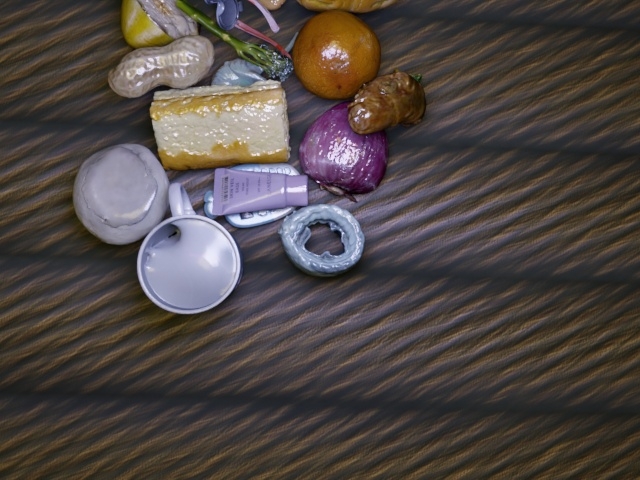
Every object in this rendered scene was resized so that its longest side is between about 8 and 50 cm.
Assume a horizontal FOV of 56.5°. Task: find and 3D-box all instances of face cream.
[{"bbox_3d":[-0.171,-0.143,1.716,0.274,0.096,0.154,-1,69,0],"label":"face cream"}]

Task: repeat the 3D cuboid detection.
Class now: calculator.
[{"bbox_3d":[-0.199,-0.137,1.776,0.303,0.042,0.188,-13,89,-4],"label":"calculator"}]

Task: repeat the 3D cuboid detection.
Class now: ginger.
[{"bbox_3d":[0.190,-0.390,1.659,0.165,0.321,0.172,33,121,28],"label":"ginger"}]

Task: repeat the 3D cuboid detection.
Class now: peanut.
[{"bbox_3d":[-0.429,-0.469,1.627,0.299,0.120,0.136,-19,77,-10],"label":"peanut"}]

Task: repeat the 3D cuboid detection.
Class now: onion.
[{"bbox_3d":[0.092,-0.305,1.742,0.267,0.159,0.348,19,87,-5],"label":"onion"}]

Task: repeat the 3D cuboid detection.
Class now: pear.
[{"bbox_3d":[-0.497,-0.632,1.717,0.178,0.267,0.266,-28,89,25],"label":"pear"}]

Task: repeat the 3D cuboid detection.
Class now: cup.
[{"bbox_3d":[-0.354,0.019,1.646,0.260,0.274,0.356,-14,87,-4],"label":"cup"}]

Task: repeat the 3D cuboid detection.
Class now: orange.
[{"bbox_3d":[0.048,-0.530,1.703,0.264,0.264,0.264,0,87,-3],"label":"orange"}]

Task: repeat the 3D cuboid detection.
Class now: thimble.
[{"bbox_3d":[0.000,0.000,1.720,0.250,0.172,0.204,16,82,-5],"label":"thimble"}]

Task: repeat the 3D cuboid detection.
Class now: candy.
[{"bbox_3d":[-0.559,-0.129,1.689,0.296,0.185,0.295,-1,76,2],"label":"candy"}]

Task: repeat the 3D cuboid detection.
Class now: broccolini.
[{"bbox_3d":[-0.236,-0.579,1.686,0.392,0.074,0.078,38,107,10],"label":"broccolini"}]

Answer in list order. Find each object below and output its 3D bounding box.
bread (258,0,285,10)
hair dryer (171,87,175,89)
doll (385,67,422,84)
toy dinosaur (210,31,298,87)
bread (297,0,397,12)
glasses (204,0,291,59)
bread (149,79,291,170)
[{"bbox_3d":[-0.164,-0.771,1.790,0.114,0.077,0.189,-36,77,14],"label":"bread"},{"bbox_3d":[-0.440,-0.445,1.751,0.173,0.050,0.194,-6,92,-25],"label":"hair dryer"},{"bbox_3d":[0.252,-0.474,1.816,0.113,0.076,0.078,15,57,25],"label":"doll"},{"bbox_3d":[-0.202,-0.482,1.771,0.205,0.092,0.393,40,94,5],"label":"toy dinosaur"},{"bbox_3d":[0.082,-0.808,1.753,0.328,0.148,0.336,0,70,-6],"label":"bread"},{"bbox_3d":[-0.187,-0.639,1.684,0.268,0.234,0.118,30,83,12],"label":"glasses"},{"bbox_3d":[-0.275,-0.317,1.699,0.376,0.165,0.236,-6,128,0],"label":"bread"}]
